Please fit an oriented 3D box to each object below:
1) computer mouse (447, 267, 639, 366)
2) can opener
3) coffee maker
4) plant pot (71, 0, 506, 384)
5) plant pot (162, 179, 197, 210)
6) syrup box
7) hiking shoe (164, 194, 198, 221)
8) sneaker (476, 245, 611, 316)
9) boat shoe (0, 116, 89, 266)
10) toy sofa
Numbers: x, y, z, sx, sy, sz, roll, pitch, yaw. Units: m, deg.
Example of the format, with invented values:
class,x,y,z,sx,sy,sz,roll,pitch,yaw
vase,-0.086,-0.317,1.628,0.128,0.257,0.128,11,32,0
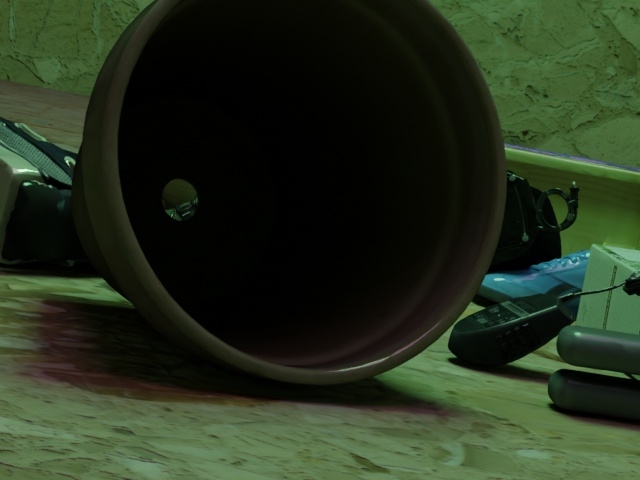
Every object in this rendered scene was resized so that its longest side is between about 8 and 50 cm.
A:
class,x,y,z,sx,sy,sz,roll,pitch,yaw
computer mouse,0.224,0.060,1.651,0.242,0.041,0.071,-18,12,-6
can opener,0.322,0.120,1.515,0.280,0.074,0.093,10,8,-3
coffee maker,0.205,-0.009,2.066,0.171,0.120,0.178,10,-2,20
plant pot,-0.065,-0.045,1.500,0.323,0.323,0.280,7,-8,-26
plant pot,-0.112,-0.078,2.254,0.237,0.109,0.237,10,8,-1
syrup box,0.319,0.075,1.767,0.093,0.096,0.237,8,10,-12
hiking shoe,-0.095,-0.022,1.831,0.227,0.114,0.086,12,7,7
sneaker,0.259,0.039,2.022,0.209,0.082,0.069,6,10,-22
boat shoe,-0.290,-0.051,1.814,0.158,0.127,0.340,10,15,-36
toy sofa,0.233,-0.045,2.351,0.363,0.150,0.177,10,9,-1
